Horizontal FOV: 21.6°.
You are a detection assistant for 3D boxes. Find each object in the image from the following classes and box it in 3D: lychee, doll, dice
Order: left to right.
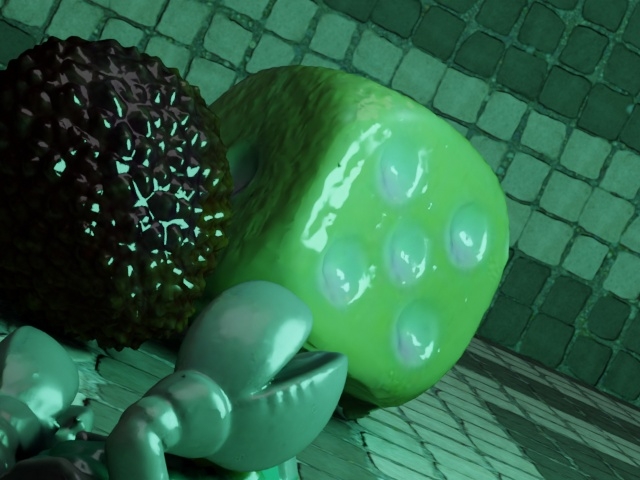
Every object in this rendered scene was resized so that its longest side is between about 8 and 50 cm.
[{"bbox_3d":[-0.179,-0.027,1.366,0.271,0.271,0.271,25,4,-2],"label":"lychee"},{"bbox_3d":[-0.080,0.099,0.802,0.195,0.153,0.258,-3,2,-3],"label":"doll"},{"bbox_3d":[0.000,0.000,1.559,0.250,0.254,0.252,40,-19,-34],"label":"dice"}]
